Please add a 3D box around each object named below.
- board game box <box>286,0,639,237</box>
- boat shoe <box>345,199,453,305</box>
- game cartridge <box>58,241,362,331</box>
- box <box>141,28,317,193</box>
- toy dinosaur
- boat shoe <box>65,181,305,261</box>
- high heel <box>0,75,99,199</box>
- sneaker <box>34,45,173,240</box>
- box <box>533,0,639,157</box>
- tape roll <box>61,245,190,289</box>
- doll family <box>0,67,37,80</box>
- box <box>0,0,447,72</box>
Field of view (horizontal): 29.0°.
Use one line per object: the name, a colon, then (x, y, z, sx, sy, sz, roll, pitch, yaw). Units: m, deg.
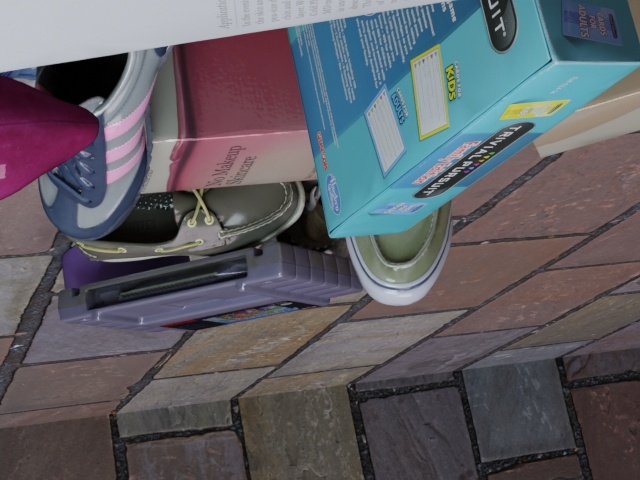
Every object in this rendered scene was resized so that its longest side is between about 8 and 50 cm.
board game box: (0.085, -0.176, 0.954, 0.079, 0.253, 0.336, -4, 163, -27)
boat shoe: (0.079, -0.086, 1.223, 0.109, 0.302, 0.094, 3, 154, 3)
game cartridge: (-0.145, 0.073, 1.679, 0.355, 0.068, 0.230, -13, 163, 28)
box: (-0.084, -0.133, 1.225, 0.232, 0.127, 0.148, -6, 164, -17)
toy dinosaur: (0.000, 0.000, 1.770, 0.160, 0.121, 0.313, -4, 165, 29)
boat shoe: (-0.173, -0.033, 1.553, 0.305, 0.109, 0.091, -10, 170, 10)
high heel: (-0.317, -0.064, 1.027, 0.181, 0.127, 0.377, -3, -176, -26)
sneaker: (-0.201, -0.109, 1.032, 0.131, 0.112, 0.319, -49, 164, -50)
box: (0.346, -0.203, 1.244, 0.311, 0.148, 0.121, -17, 163, 15)
tape roll: (-0.284, 0.053, 1.834, 0.189, 0.080, 0.189, -10, 165, -3)
doll family: (-0.311, -0.150, 1.128, 0.111, 0.076, 0.193, 7, 152, -37)
box: (-0.076, -0.241, 0.689, 0.345, 0.215, 0.168, -9, 165, -4)
